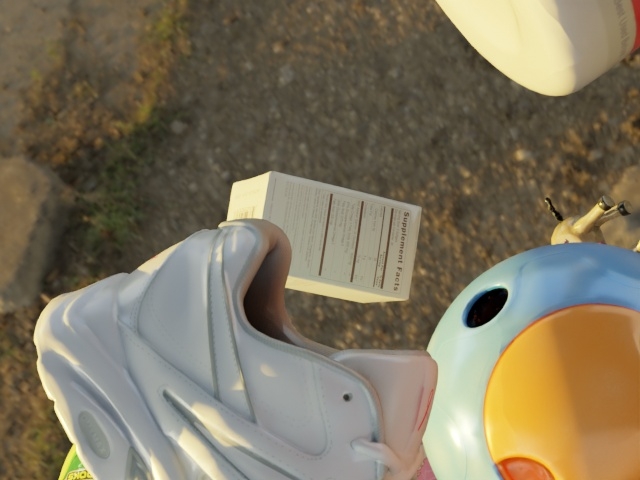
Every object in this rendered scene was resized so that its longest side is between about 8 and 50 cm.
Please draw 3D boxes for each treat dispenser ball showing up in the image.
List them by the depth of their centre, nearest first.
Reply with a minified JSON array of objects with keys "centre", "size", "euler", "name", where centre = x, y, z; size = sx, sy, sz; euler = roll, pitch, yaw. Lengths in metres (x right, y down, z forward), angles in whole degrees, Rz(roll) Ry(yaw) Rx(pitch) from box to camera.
[{"centre":[0.231,0.146,1.125],"size":[0.288,0.288,0.288],"euler":[-12,55,18],"name":"treat dispenser ball"}]

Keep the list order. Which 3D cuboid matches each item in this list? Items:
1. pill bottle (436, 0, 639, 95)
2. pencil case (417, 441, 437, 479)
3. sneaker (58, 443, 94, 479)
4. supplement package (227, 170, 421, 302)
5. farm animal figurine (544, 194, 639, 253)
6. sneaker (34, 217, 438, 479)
[{"centre":[0.247,-0.297,0.821],"size":[0.407,0.229,0.229],"euler":[-37,51,-3],"name":"pill bottle"},{"centre":[0.119,0.304,1.770],"size":[0.160,0.386,0.167],"euler":[-27,80,55],"name":"pencil case"},{"centre":[-0.021,0.202,0.665],"size":[0.295,0.109,0.123],"euler":[33,86,20],"name":"sneaker"},{"centre":[0.000,0.000,1.337],"size":[0.105,0.179,0.105],"euler":[-11,69,64],"name":"supplement package"},{"centre":[0.387,0.141,1.561],"size":[0.172,0.327,0.330],"euler":[-42,32,43],"name":"farm animal figurine"},{"centre":[0.000,0.089,0.415],"size":[0.115,0.090,0.232],"euler":[-35,76,11],"name":"sneaker"}]
